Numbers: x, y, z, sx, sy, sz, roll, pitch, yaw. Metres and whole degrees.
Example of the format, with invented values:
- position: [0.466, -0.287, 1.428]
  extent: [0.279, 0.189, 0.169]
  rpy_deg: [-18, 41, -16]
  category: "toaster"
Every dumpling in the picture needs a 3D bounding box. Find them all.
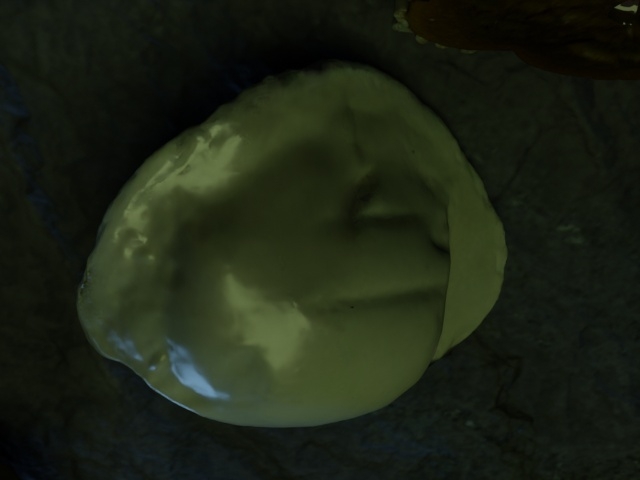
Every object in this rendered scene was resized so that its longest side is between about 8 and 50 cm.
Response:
- position: [-0.005, -0.002, 0.670]
  extent: [0.175, 0.243, 0.226]
  rpy_deg: [18, 107, 27]
  category: "dumpling"

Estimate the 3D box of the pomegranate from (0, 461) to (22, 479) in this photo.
- position: [-0.291, 0.240, 0.759]
  extent: [0.207, 0.207, 0.207]
  rpy_deg: [-4, 124, -5]
  category: "pomegranate"

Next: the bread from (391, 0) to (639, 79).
- position: [0.152, -0.170, 0.548]
  extent: [0.210, 0.109, 0.192]
  rpy_deg: [8, 149, -14]
  category: "bread"
